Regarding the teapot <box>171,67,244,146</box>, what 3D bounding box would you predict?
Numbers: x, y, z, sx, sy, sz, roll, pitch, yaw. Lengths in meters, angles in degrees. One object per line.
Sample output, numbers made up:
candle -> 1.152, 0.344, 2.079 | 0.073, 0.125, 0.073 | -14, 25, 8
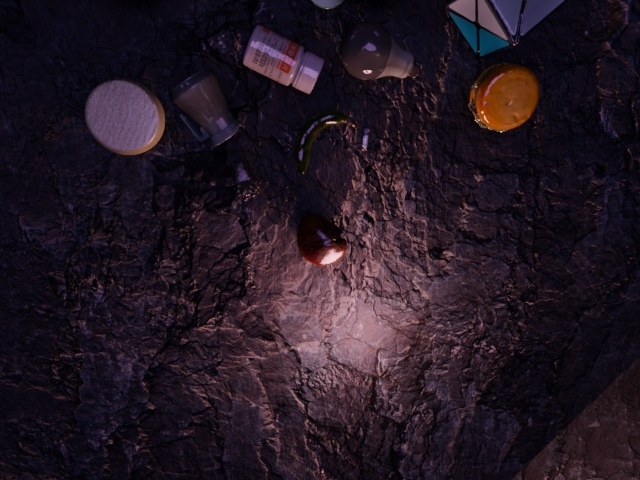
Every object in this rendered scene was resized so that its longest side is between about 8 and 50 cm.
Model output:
teapot -> -0.390, -0.443, 1.470 | 0.203, 0.171, 0.225 | -20, 116, 31

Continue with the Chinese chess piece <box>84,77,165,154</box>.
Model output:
Chinese chess piece -> -0.658, -0.417, 1.460 | 0.251, 0.101, 0.249 | -2, 104, -7

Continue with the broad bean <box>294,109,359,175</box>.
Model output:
broad bean -> -0.006, -0.377, 1.581 | 0.292, 0.049, 0.144 | -40, 106, 3

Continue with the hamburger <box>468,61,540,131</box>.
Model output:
hamburger -> 0.655, -0.523, 1.570 | 0.247, 0.170, 0.245 | -2, 117, -4

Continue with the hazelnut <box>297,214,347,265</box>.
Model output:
hazelnut -> 0.000, 0.000, 1.615 | 0.178, 0.178, 0.203 | -26, 97, -1

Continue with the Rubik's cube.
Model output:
Rubik's cube -> 0.621, -0.809, 1.455 | 0.250, 0.248, 0.246 | -41, 104, 3

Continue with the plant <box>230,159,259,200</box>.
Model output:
plant -> -0.278, -0.218, 1.566 | 0.095, 0.092, 0.143 | -21, 97, -9

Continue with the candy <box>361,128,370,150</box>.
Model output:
candy -> 0.171, -0.378, 1.619 | 0.030, 0.020, 0.083 | 2, 104, -7

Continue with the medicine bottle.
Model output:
medicine bottle -> -0.124, -0.608, 1.463 | 0.252, 0.144, 0.144 | 24, 99, -14

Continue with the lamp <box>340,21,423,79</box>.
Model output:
lamp -> 0.210, -0.621, 1.504 | 0.314, 0.182, 0.181 | 25, 100, -32

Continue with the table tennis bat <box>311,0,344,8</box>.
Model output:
table tennis bat -> 0.020, -0.926, 1.459 | 0.161, 0.039, 0.256 | -8, 110, -5
